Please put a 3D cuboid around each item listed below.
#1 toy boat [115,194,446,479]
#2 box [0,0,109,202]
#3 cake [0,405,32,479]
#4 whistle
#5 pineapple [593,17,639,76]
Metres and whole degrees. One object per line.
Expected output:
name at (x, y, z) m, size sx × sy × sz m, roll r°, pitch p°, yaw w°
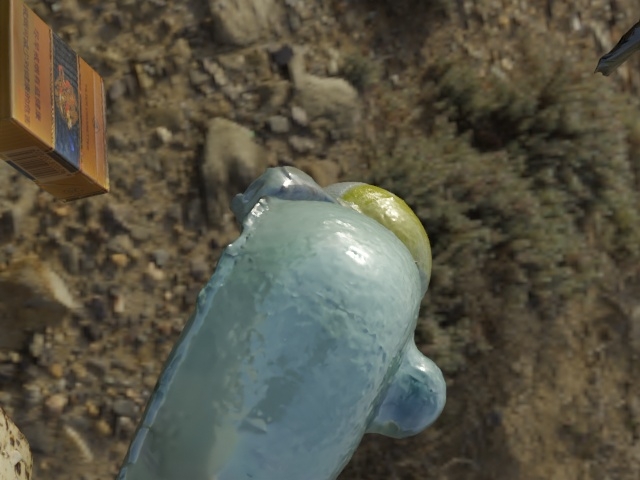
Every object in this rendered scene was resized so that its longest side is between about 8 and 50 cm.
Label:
toy boat at (-0.016, 0.073, 0.424) m, size 0.079 × 0.208 × 0.134 m, roll 29°, pitch 46°, yaw 5°
box at (-0.313, -0.153, 1.397) m, size 0.237 × 0.070 × 0.152 m, roll 51°, pitch 31°, yaw -69°
cake at (-0.351, 0.224, 1.033) m, size 0.135 × 0.246 × 0.112 m, roll 60°, pitch 18°, yaw -54°
whistle at (0.000, 0.000, 0.879) m, size 0.223 × 0.123 × 0.123 m, roll 36°, pitch 61°, yaw -57°
pineapple at (0.090, -0.020, 0.132) m, size 0.125 × 0.125 × 0.251 m, roll 61°, pitch 7°, yaw -24°
